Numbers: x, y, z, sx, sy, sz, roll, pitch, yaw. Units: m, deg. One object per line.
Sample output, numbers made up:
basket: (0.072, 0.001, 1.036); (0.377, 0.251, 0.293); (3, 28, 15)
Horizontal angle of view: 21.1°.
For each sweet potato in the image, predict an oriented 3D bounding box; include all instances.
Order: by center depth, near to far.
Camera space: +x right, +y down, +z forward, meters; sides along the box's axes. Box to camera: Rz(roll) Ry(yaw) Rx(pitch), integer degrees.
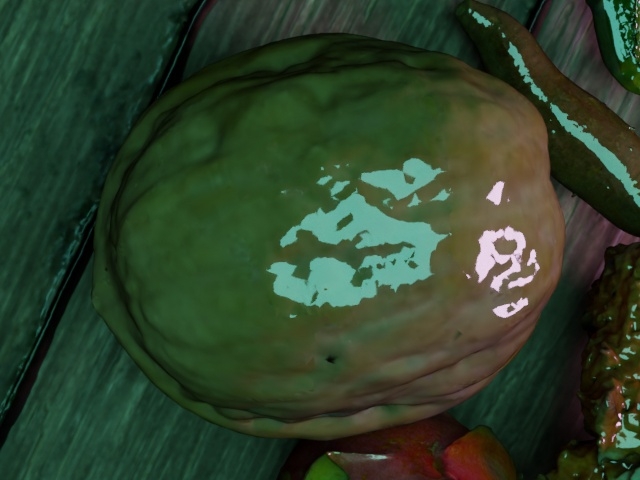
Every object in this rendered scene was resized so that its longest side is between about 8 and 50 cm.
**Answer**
sweet potato: (0.193, -0.099, 1.391); (0.077, 0.077, 0.244); (-44, 90, 0)

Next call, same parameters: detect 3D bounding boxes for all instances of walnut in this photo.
walnut: (-0.001, -0.003, 1.257); (0.344, 0.306, 0.306); (-18, 99, -5)

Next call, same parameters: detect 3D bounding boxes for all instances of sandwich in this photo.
sandwich: (0.282, 0.138, 1.337); (0.250, 0.162, 0.301); (-2, 91, -49)

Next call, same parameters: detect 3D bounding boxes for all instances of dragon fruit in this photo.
dragon fruit: (0.064, 0.228, 1.340); (0.224, 0.227, 0.224); (-1, 104, -3)

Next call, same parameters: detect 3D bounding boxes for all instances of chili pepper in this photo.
chili pepper: (0.272, -0.296, 1.376); (0.085, 0.076, 0.359); (0, 103, -50)
